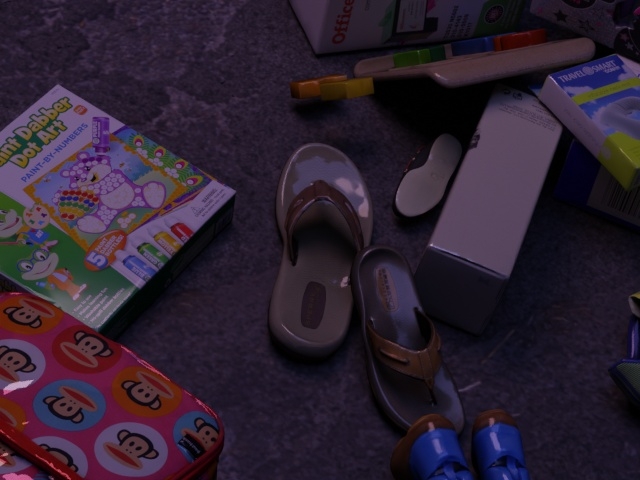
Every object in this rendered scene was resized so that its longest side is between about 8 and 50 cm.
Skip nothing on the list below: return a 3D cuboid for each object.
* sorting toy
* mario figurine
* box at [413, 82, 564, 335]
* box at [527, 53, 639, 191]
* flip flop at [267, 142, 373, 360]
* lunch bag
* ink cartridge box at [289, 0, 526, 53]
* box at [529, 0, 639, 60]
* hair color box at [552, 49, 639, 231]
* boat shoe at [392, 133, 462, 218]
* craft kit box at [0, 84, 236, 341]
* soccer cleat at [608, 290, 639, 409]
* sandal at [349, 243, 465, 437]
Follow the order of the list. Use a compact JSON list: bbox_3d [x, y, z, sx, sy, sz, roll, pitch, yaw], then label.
[{"bbox_3d":[0.132,-0.208,1.755,0.307,0.041,0.229,-13,13,-22],"label":"sorting toy"},{"bbox_3d":[0.155,0.317,1.381,0.198,0.170,0.321,-28,41,12],"label":"mario figurine"},{"bbox_3d":[0.184,-0.039,1.660,0.094,0.113,0.275,23,48,4],"label":"box"},{"bbox_3d":[0.326,-0.139,1.679,0.109,0.042,0.178,-19,56,-30],"label":"box"},{"bbox_3d":[0.000,0.000,1.608,0.112,0.080,0.277,12,50,-2],"label":"flip flop"},{"bbox_3d":[-0.260,0.189,1.341,0.293,0.120,0.258,30,40,22],"label":"lunch bag"},{"bbox_3d":[0.117,-0.345,1.839,0.278,0.201,0.117,-8,53,-18],"label":"ink cartridge box"},{"bbox_3d":[0.395,-0.309,1.777,0.247,0.142,0.163,26,52,17],"label":"box"},{"bbox_3d":[0.422,-0.155,1.812,0.185,0.110,0.339,24,51,11],"label":"hair color box"},{"bbox_3d":[0.116,-0.067,1.717,0.049,0.042,0.133,42,51,-10],"label":"boat shoe"},{"bbox_3d":[-0.258,-0.026,1.593,0.246,0.061,0.250,29,51,15],"label":"craft kit box"},{"bbox_3d":[0.396,0.068,1.622,0.121,0.093,0.289,35,53,0],"label":"soccer cleat"},{"bbox_3d":[0.090,0.100,1.532,0.090,0.060,0.219,-7,72,-20],"label":"sandal"}]
